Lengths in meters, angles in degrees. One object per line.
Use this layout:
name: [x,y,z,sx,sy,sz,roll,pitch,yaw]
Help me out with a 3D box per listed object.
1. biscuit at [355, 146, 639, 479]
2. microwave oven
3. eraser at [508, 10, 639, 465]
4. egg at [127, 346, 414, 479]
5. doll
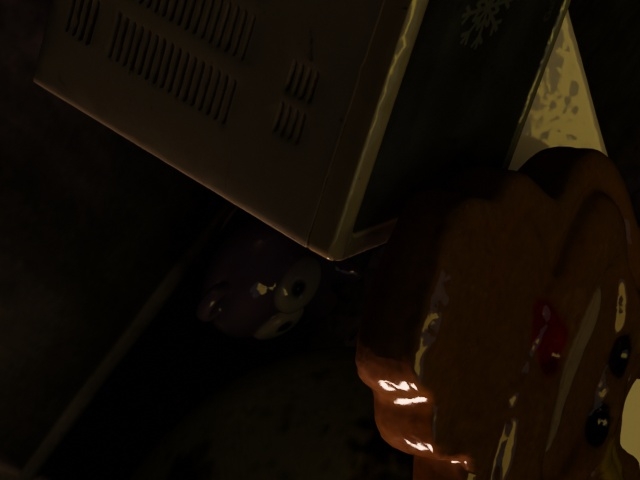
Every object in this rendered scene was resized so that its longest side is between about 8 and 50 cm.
biscuit: [0.100,0.055,0.856,0.295,0.044,0.186,23,81,-60]
microwave oven: [0.008,-0.147,0.776,0.145,0.194,0.240,-19,134,-50]
eraser: [0.113,0.000,1.013,0.076,0.078,0.298,-20,110,-6]
egg: [-0.004,0.240,1.034,0.288,0.288,0.379,-21,123,-42]
doll: [0.000,0.000,1.025,0.206,0.067,0.110,-32,152,-49]
